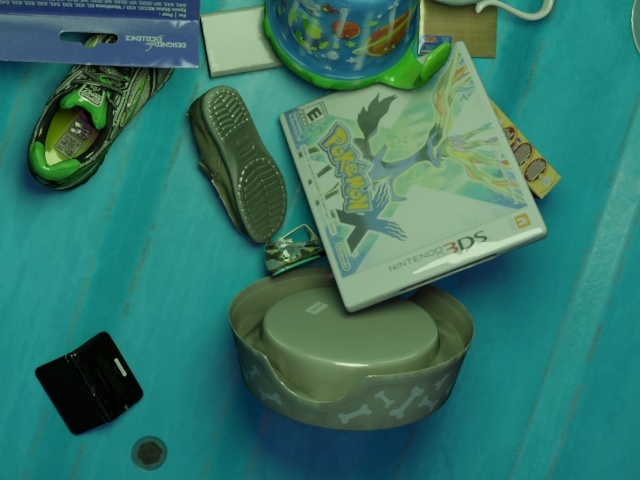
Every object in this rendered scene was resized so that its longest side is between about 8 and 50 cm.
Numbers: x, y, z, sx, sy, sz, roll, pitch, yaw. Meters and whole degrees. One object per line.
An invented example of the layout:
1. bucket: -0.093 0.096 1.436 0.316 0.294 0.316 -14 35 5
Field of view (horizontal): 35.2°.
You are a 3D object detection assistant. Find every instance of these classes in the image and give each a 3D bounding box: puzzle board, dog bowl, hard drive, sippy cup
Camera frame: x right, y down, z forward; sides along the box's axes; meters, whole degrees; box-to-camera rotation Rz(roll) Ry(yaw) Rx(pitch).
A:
1. puzzle board: 0.214 -0.337 1.578 0.128 0.011 0.096 0 98 -11
2. dog bowl: 0.041 0.150 1.442 0.349 0.349 0.102 -1 112 -12
3. hard drive: -0.108 -0.301 1.509 0.135 0.022 0.094 -11 99 -10
4. sippy cup: 0.042 -0.357 1.398 0.305 0.224 0.240 11 75 -3

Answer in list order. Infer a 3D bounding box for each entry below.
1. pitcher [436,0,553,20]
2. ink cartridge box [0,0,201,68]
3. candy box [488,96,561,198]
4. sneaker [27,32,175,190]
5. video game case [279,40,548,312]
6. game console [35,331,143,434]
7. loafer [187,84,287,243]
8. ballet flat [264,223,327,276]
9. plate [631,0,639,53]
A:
1. pitcher: 0.258 -0.405 1.526 0.207 0.125 0.177 -20 102 -20
2. ink cartridge box: -0.311 -0.390 1.367 0.304 0.072 0.307 1 70 -8
3. candy box: 0.278 -0.148 1.563 0.187 0.109 0.053 43 87 -13
4. sneaker: -0.294 -0.217 1.418 0.134 0.146 0.343 29 88 -13
5. video game case: 0.126 -0.097 1.459 0.300 0.036 0.329 -21 68 6
6. game console: -0.349 0.215 1.527 0.107 0.071 0.122 -37 105 -36
7. loafer: -0.126 -0.114 1.506 0.094 0.087 0.251 -32 115 -32
8. ballet flat: 0.000 0.000 1.543 0.188 0.070 0.070 -16 100 -23
9. plate: 0.589 -0.359 1.646 0.188 0.024 0.188 -1 97 -11
